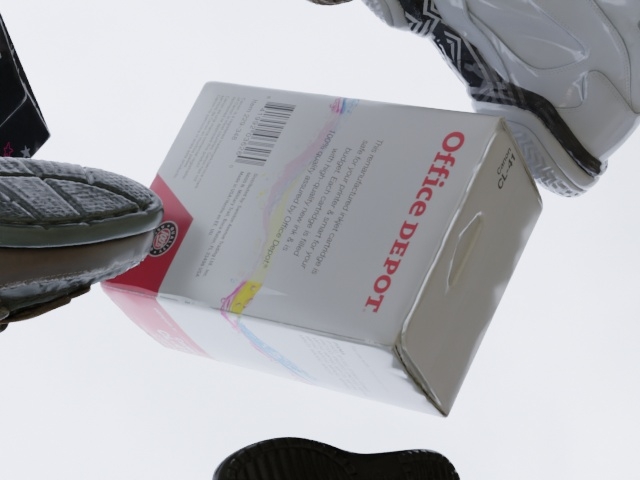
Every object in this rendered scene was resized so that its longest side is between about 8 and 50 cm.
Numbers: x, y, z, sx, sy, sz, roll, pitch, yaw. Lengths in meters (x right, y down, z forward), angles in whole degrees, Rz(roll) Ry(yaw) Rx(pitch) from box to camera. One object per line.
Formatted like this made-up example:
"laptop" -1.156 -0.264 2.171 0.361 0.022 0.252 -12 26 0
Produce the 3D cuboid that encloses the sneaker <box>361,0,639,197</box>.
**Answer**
"sneaker" 0.168 -0.230 1.276 0.366 0.210 0.137 48 -157 0

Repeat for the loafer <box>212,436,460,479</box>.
"loafer" 0.008 0.202 1.139 0.220 0.078 0.080 10 -125 -33

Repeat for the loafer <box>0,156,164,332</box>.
"loafer" -0.198 0.014 0.697 0.267 0.096 0.084 -6 -62 -39

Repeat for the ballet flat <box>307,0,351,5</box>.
"ballet flat" -0.049 -0.229 0.917 0.084 0.058 0.250 -52 -53 -7

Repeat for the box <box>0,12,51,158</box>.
"box" -0.368 -0.083 1.238 0.247 0.142 0.163 -56 -36 -37

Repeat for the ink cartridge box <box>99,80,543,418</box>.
"ink cartridge box" 0.000 0.000 1.271 0.226 0.306 0.131 -63 -36 -22
